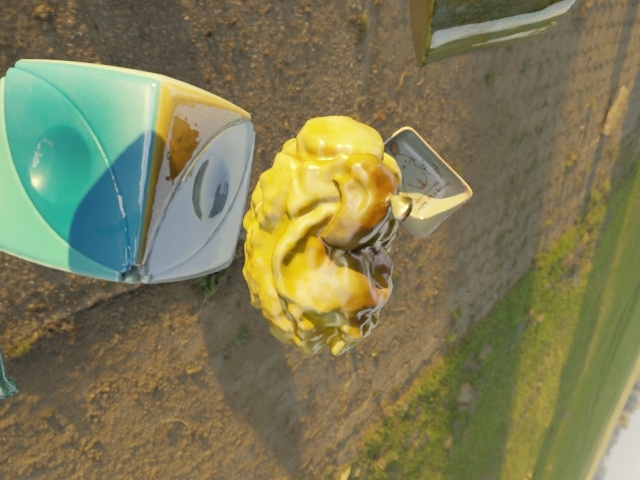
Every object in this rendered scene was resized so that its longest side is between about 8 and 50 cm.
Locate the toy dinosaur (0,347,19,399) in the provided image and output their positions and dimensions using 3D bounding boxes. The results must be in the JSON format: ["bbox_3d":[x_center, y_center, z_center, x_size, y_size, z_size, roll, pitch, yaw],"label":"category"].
[{"bbox_3d":[-0.401,-0.016,0.475,0.129,0.384,0.330,-32,149,-46],"label":"toy dinosaur"}]

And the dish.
[{"bbox_3d":[0.190,-0.124,1.075,0.212,0.077,0.151,41,107,-18],"label":"dish"}]

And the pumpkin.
[{"bbox_3d":[0.195,-0.375,0.568,0.332,0.199,0.332,-4,90,-81],"label":"pumpkin"}]

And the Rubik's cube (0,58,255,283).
[{"bbox_3d":[-0.356,-0.121,0.975,0.347,0.352,0.351,-2,100,-72],"label":"Rubik's cube"}]

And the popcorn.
[{"bbox_3d":[0.001,-0.011,0.439,0.163,0.141,0.194,-86,-178,-54],"label":"popcorn"}]
